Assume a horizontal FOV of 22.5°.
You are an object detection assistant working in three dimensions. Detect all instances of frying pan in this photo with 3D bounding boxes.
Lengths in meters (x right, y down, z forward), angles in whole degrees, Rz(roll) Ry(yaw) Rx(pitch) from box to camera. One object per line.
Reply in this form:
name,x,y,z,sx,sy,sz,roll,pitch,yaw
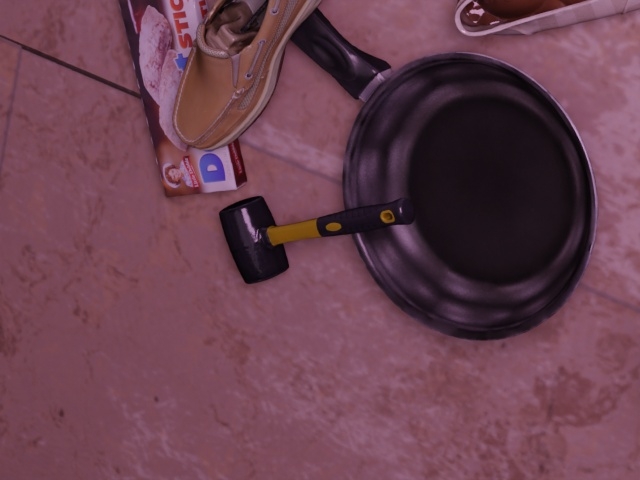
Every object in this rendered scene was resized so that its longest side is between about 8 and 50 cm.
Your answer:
frying pan,0.053,-0.059,1.118,0.326,0.053,0.197,30,117,28

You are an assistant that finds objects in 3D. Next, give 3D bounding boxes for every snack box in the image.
snack box,-0.104,-0.122,1.189,0.064,0.022,0.178,-6,104,26

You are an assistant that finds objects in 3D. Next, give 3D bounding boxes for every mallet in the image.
mallet,0.000,0.000,1.140,0.190,0.039,0.062,0,111,48

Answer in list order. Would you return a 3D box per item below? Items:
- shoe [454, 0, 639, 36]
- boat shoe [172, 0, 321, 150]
shoe,0.181,-0.174,1.007,0.219,0.058,0.076,-18,99,30
boat shoe,-0.062,-0.136,1.102,0.068,0.072,0.190,42,123,18
